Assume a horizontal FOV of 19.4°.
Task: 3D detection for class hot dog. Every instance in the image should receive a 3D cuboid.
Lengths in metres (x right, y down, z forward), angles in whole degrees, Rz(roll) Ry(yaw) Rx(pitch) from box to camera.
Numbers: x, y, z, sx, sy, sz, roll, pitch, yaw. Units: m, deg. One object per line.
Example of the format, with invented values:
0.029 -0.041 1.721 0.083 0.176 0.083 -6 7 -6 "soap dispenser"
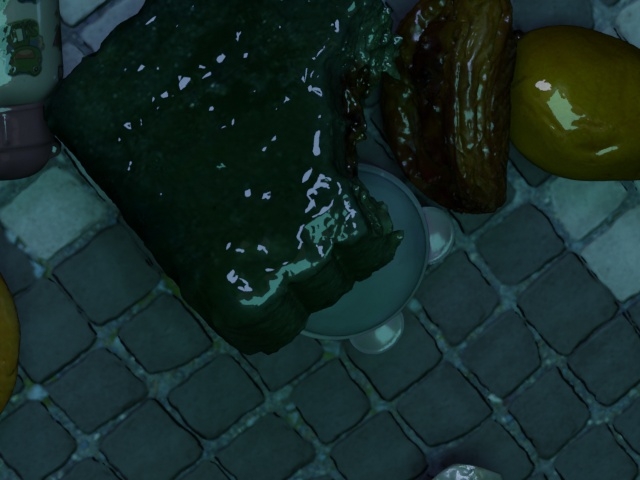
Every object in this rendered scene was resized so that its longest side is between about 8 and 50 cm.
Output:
0.127 -0.132 1.765 0.099 0.160 0.226 -10 102 -26 "hot dog"

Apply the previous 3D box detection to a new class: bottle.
-0.292 -0.180 1.687 0.120 0.120 0.253 -4 104 -10 "bottle"

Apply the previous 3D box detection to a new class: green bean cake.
-0.044 -0.094 1.668 0.300 0.169 0.308 -40 68 -1 "green bean cake"

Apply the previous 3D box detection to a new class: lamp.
0.000 0.000 1.798 0.246 0.108 0.179 27 94 -16 "lamp"

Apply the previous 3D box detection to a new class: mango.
0.272 -0.124 1.820 0.227 0.109 0.147 22 76 -15 "mango"

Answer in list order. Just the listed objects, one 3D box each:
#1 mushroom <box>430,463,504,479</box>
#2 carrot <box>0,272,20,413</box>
0.165 0.316 1.926 0.097 0.088 0.212 -42 118 -32 "mushroom"
-0.410 0.076 1.733 0.258 0.100 0.307 -24 123 2 "carrot"
